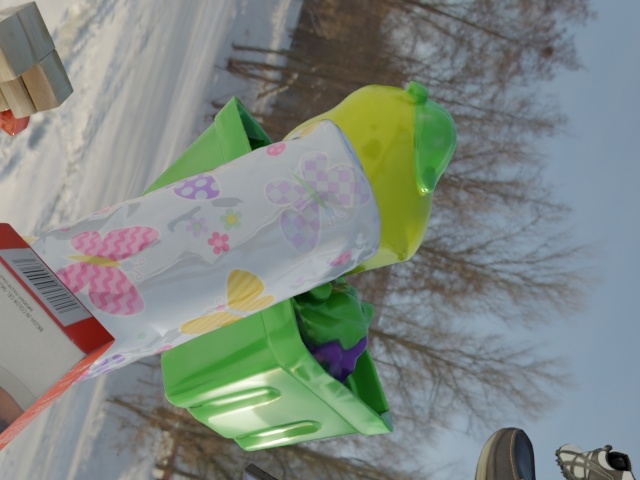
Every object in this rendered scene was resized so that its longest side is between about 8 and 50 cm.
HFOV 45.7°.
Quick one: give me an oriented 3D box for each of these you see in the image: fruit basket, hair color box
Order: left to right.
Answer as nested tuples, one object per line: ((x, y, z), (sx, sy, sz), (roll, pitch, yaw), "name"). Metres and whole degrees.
((-0.204, 0.079, 0.399), (0.167, 0.093, 0.053), (-43, 179, 3), "hair color box")
((0.000, 0.000, 0.822), (0.283, 0.391, 0.392), (51, 44, -48), "fruit basket")

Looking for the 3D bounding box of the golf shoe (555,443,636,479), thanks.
((0.383, 0.318, 1.035), (0.094, 0.077, 0.198), (-42, -178, 10), "golf shoe")

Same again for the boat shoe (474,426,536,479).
((0.310, 0.431, 1.111), (0.130, 0.132, 0.355), (-23, -146, 30), "boat shoe")

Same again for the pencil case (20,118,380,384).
((-0.090, 0.003, 0.568), (0.124, 0.273, 0.113), (60, -14, 24), "pencil case")

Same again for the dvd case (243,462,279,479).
((-0.029, 0.501, 1.287), (0.022, 0.253, 0.181), (-37, 142, -47), "dvd case")

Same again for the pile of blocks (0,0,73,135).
((-0.343, -0.155, 0.723), (0.362, 0.148, 0.113), (29, -38, 53), "pile of blocks")
